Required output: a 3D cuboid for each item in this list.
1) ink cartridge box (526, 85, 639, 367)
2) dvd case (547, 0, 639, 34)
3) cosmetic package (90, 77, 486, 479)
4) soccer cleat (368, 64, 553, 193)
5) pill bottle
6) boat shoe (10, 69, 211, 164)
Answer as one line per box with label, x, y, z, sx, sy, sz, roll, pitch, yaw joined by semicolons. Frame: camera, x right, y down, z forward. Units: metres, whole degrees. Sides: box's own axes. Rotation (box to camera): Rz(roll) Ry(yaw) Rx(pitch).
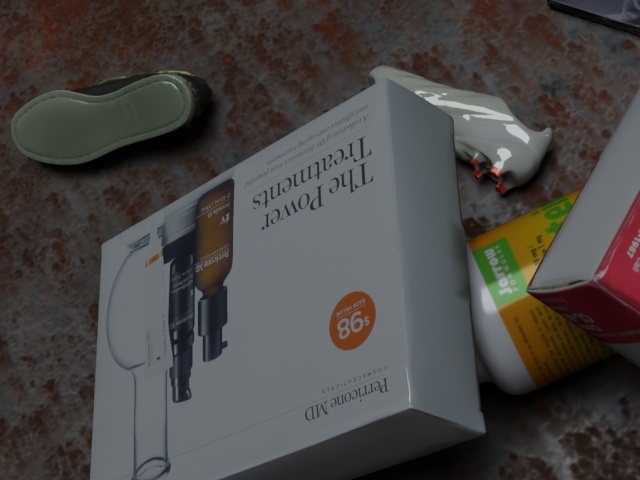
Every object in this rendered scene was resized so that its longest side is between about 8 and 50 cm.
ink cartridge box;0.339;0.022;0.902;0.306;0.131;0.226;34;77;-9
dvd case;0.347;-0.296;1.229;0.164;0.018;0.221;25;74;31
cosmetic package;-0.046;0.073;1.064;0.377;0.097;0.284;-27;55;37
soccer cleat;0.131;-0.119;1.199;0.196;0.068;0.076;36;76;26
pill bottle;0.187;0.045;1.041;0.245;0.136;0.136;-26;57;8
boat shoe;-0.225;-0.132;1.350;0.227;0.068;0.081;-8;100;23
